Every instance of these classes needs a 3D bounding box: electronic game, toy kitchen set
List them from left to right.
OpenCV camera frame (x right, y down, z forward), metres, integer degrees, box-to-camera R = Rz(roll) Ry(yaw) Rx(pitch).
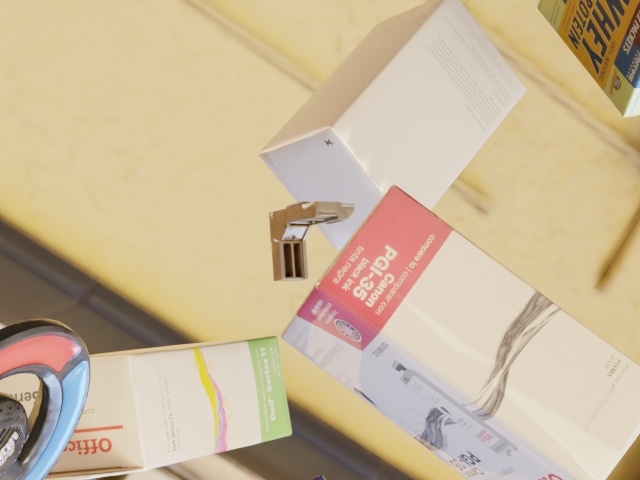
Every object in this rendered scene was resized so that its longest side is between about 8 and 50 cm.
[{"bbox_3d":[-0.264,0.160,1.229,0.048,0.229,0.229,34,178,23],"label":"electronic game"},{"bbox_3d":[0.000,0.000,1.626,0.068,0.075,0.083,0,173,-35],"label":"toy kitchen set"}]

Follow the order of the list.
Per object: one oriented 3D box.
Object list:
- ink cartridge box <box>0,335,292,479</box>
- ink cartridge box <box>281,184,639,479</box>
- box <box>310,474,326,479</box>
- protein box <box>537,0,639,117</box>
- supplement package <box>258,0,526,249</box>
[{"bbox_3d":[-0.209,0.174,1.640,0.207,0.119,0.353,-9,176,29],"label":"ink cartridge box"},{"bbox_3d":[0.123,0.103,1.357,0.283,0.117,0.207,37,161,2],"label":"ink cartridge box"},{"bbox_3d":[0.000,0.367,1.623,0.225,0.136,0.036,57,160,25],"label":"box"},{"bbox_3d":[0.394,-0.268,1.808,0.201,0.200,0.136,60,150,36],"label":"protein box"},{"bbox_3d":[0.095,-0.156,2.080,0.177,0.293,0.175,51,148,-17],"label":"supplement package"}]
